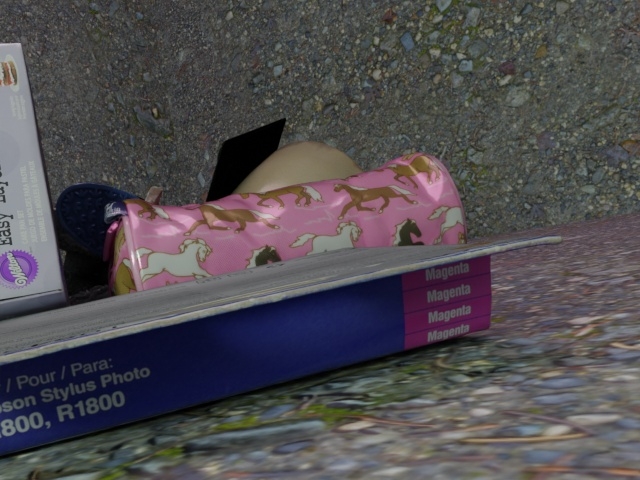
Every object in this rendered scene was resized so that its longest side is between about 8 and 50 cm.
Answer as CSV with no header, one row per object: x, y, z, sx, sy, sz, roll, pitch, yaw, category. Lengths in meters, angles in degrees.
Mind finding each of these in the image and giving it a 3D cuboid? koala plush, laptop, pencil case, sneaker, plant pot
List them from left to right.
-0.275,0.050,0.952,0.203,0.196,0.221,-2,-5,-17,koala plush
-0.195,-0.002,0.808,0.232,0.081,0.090,25,-5,-24,sneaker
-0.266,-0.048,1.299,0.408,0.236,0.382,-13,12,15,laptop
-0.074,-0.006,1.134,0.257,0.256,0.274,-11,15,34,plant pot
-0.030,0.005,0.745,0.386,0.167,0.160,-10,1,-23,pencil case

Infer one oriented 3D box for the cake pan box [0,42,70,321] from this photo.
-0.299,-0.016,0.690,0.070,0.266,0.245,-11,-21,-18,cake pan box

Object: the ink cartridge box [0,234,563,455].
-0.068,0.062,0.461,0.324,0.071,0.330,-11,3,-17,ink cartridge box
